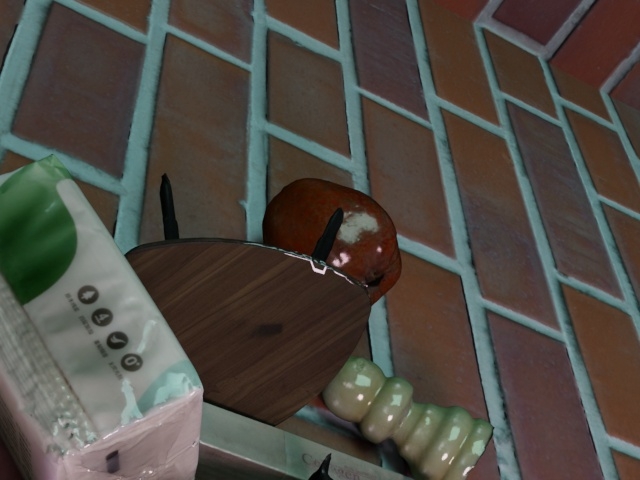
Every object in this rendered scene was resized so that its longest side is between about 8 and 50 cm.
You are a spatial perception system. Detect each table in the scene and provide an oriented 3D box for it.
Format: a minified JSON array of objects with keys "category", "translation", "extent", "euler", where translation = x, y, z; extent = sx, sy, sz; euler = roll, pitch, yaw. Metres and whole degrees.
[{"category":"table","translation":[-0.119,0.044,1.567],"extent":[0.317,0.317,0.249],"euler":[26,27,-16]}]

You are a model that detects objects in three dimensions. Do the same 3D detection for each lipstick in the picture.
[{"category":"lipstick","translation":[-0.008,0.314,1.546],"extent":[0.371,0.080,0.076],"euler":[24,34,-20]}]

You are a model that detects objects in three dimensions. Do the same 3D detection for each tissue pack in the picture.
[{"category":"tissue pack","translation":[-0.287,0.123,1.331],"extent":[0.194,0.266,0.356],"euler":[-25,62,-24]}]

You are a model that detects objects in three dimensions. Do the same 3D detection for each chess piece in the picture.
[{"category":"chess piece","translation":[0.113,0.252,1.714],"extent":[0.243,0.133,0.133],"euler":[34,31,4]}]

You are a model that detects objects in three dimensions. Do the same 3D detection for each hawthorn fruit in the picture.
[{"category":"hawthorn fruit","translation":[0.000,0.000,1.881],"extent":[0.210,0.210,0.262],"euler":[2,28,-43]}]

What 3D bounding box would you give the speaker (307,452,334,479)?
[{"category":"speaker","translation":[-0.119,0.355,1.307],"extent":[0.388,0.180,0.184],"euler":[6,35,-41]}]
